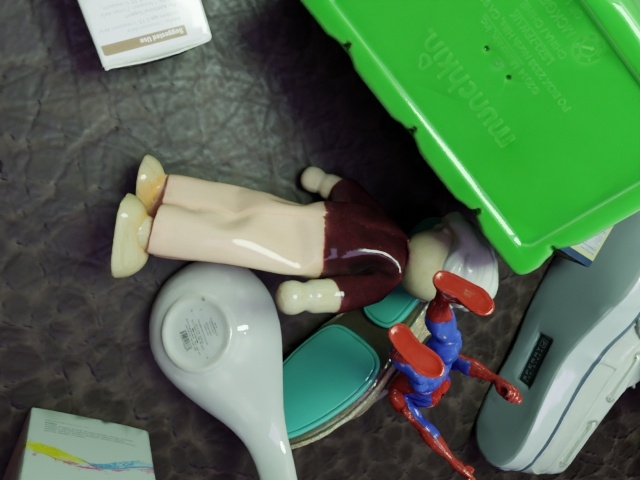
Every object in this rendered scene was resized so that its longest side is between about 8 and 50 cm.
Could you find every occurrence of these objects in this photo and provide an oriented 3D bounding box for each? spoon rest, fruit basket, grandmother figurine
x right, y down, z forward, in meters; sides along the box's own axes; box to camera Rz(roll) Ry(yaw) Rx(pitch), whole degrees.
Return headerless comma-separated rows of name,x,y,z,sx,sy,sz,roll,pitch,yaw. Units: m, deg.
spoon rest,-0.084,0.150,0.592,0.137,0.084,0.276,-23,75,11
fruit basket,0.193,-0.196,0.567,0.283,0.392,0.392,-36,116,29
grandmother figurine,0.000,0.000,0.569,0.343,0.207,0.104,11,139,-5

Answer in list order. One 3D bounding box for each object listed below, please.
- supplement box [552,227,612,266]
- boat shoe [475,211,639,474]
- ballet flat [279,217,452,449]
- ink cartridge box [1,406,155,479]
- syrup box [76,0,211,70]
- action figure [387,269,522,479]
supplement box,0.288,-0.025,0.713,0.056,0.083,0.083,28,93,-22
boat shoe,0.344,0.137,0.747,0.157,0.136,0.367,21,100,-22
ballet flat,0.064,0.116,0.671,0.316,0.107,0.106,-45,140,-1
ink cartridge box,-0.234,0.262,0.565,0.127,0.176,0.128,21,97,-24
syrup box,-0.173,-0.264,0.493,0.096,0.093,0.236,-21,109,-13
action figure,0.126,0.137,0.543,0.139,0.280,0.091,40,76,18
